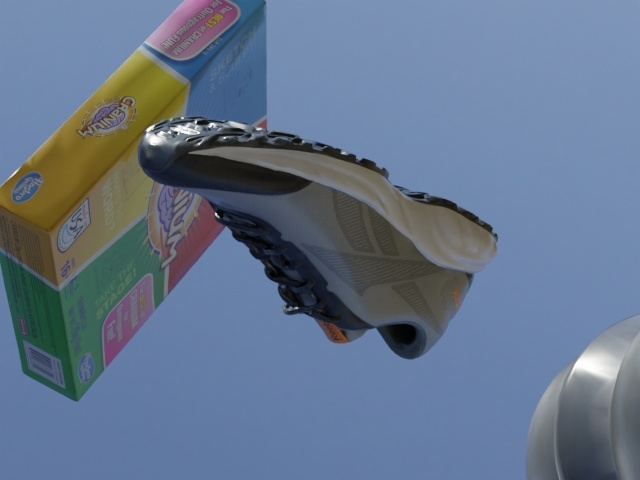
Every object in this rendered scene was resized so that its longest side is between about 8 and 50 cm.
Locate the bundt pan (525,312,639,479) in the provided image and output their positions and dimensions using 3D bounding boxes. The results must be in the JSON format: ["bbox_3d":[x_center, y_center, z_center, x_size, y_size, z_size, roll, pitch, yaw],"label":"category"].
[{"bbox_3d":[0.228,0.060,0.689,0.331,0.331,0.124,-7,-108,-52],"label":"bundt pan"}]

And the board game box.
[{"bbox_3d":[-0.157,-0.047,1.488,0.064,0.242,0.316,26,-125,19],"label":"board game box"}]

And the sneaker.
[{"bbox_3d":[0.000,0.000,1.006,0.271,0.100,0.108,25,-94,-41],"label":"sneaker"}]
